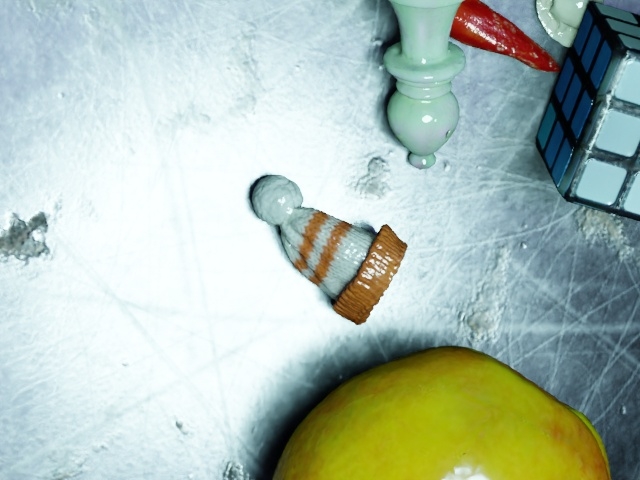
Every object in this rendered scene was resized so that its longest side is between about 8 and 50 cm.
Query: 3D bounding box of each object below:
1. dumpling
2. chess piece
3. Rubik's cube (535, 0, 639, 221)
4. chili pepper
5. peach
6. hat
[{"bbox_3d":[0.249,-0.237,1.968,0.052,0.057,0.076,-37,137,-40],"label":"dumpling"},{"bbox_3d":[0.099,-0.188,1.884,0.139,0.139,0.272,-8,125,-11],"label":"chess piece"},{"bbox_3d":[0.313,-0.117,1.904,0.163,0.162,0.161,15,112,-12],"label":"Rubik's cube"},{"bbox_3d":[0.171,-0.204,1.958,0.178,0.027,0.045,30,87,-13],"label":"chili pepper"},{"bbox_3d":[0.105,0.260,1.841,0.308,0.308,0.332,41,84,-11],"label":"peach"},{"bbox_3d":[0.000,0.000,1.911,0.162,0.112,0.094,31,59,-1],"label":"hat"}]
